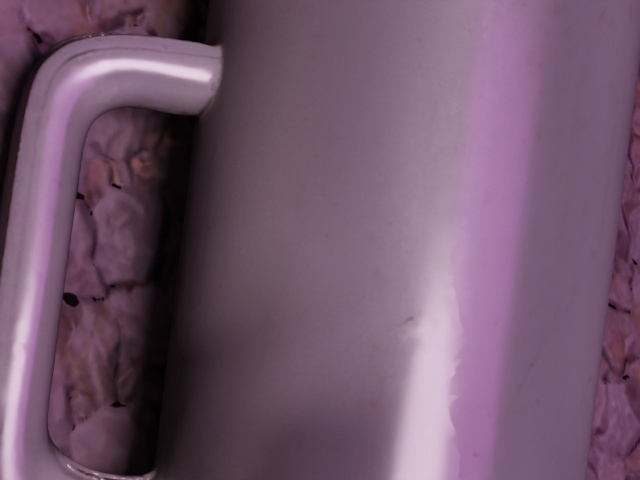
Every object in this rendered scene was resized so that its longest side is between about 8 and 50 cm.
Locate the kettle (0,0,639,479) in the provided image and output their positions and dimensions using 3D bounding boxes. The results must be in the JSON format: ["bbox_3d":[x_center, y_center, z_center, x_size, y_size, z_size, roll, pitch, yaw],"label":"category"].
[{"bbox_3d":[0.014,0.000,0.775,0.265,0.205,0.318,17,77,-45],"label":"kettle"}]
